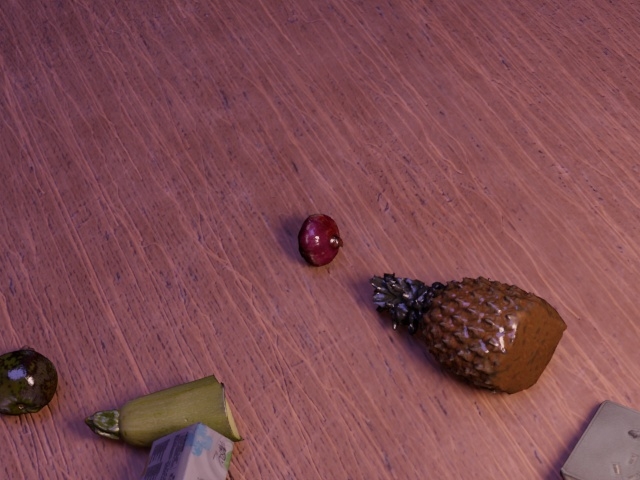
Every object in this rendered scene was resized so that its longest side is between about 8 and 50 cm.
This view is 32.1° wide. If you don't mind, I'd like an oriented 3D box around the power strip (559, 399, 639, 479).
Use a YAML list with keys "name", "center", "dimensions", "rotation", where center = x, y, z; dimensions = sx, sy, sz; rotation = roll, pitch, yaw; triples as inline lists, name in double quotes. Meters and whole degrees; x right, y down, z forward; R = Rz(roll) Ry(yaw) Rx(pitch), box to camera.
- name: "power strip"
  center: [0.527, 0.382, 1.864]
  dimensions: [0.198, 0.064, 0.213]
  rotation: [22, 46, 26]

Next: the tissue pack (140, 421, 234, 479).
- name: "tissue pack"
  center: [-0.226, 0.453, 1.888]
  dimensions: [0.159, 0.145, 0.229]
  rotation: [-30, 37, 44]

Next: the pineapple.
- name: "pineapple"
  center: [0.247, 0.137, 2.029]
  dimensions: [0.362, 0.202, 0.202]
  rotation: [26, 60, 38]

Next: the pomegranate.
- name: "pomegranate"
  center: [-0.561, 0.266, 2.110]
  dimensions: [0.138, 0.163, 0.125]
  rotation: [-24, 91, 9]

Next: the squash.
- name: "squash"
  center: [-0.280, 0.321, 2.024]
  dimensions: [0.287, 0.137, 0.137]
  rotation: [-11, 51, 16]

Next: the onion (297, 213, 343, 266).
- name: "onion"
  center: [0.000, 0.000, 2.215]
  dimensions: [0.097, 0.107, 0.107]
  rotation: [2, 52, 23]
